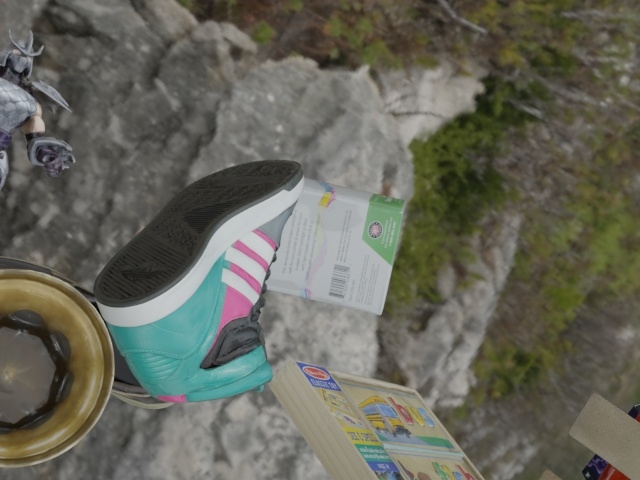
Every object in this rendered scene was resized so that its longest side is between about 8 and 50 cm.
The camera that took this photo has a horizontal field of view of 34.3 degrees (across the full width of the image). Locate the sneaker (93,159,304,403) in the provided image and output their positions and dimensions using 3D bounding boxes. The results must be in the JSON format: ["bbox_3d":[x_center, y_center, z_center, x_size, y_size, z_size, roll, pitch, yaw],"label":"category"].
[{"bbox_3d":[-0.088,0.053,0.982,0.295,0.123,0.178,-47,134,-49],"label":"sneaker"}]

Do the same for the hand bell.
[{"bbox_3d":[-0.237,0.105,0.763,0.126,0.126,0.242,-30,180,-25],"label":"hand bell"}]

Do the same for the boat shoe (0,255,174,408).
[{"bbox_3d":[-0.316,0.100,1.275,0.130,0.355,0.132,136,-28,-73],"label":"boat shoe"}]

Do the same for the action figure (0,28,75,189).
[{"bbox_3d":[-0.352,-0.089,1.074,0.185,0.099,0.285,27,79,-35],"label":"action figure"}]

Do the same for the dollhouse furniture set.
[{"bbox_3d":[0.304,0.165,0.942,0.262,0.135,0.259,19,104,-55],"label":"dollhouse furniture set"}]

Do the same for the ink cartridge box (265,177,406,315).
[{"bbox_3d":[0.000,0.000,1.441,0.093,0.212,0.154,-59,161,-75],"label":"ink cartridge box"}]

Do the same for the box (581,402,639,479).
[{"bbox_3d":[0.448,0.344,1.259,0.103,0.261,0.184,-11,144,-18],"label":"box"}]

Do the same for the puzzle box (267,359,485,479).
[{"bbox_3d":[0.112,0.303,1.447,0.052,0.272,0.409,-45,152,12],"label":"puzzle box"}]
